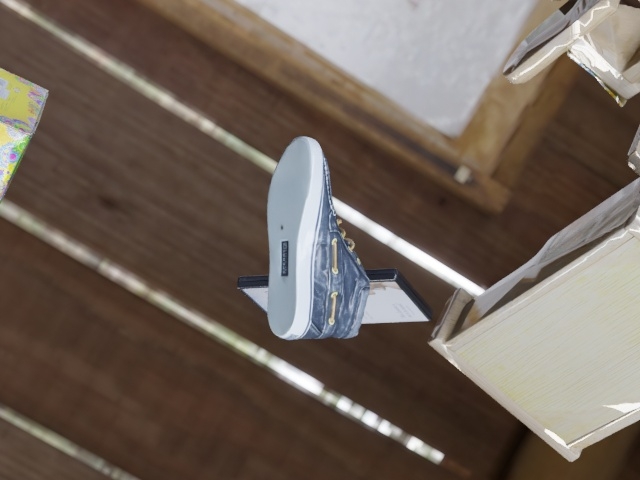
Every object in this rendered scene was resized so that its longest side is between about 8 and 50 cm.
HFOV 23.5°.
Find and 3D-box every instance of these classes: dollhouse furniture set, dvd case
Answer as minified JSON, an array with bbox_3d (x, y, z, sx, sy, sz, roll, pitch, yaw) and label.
[{"bbox_3d":[0.297,-0.035,1.369,0.256,0.362,0.394,-38,-164,47],"label":"dollhouse furniture set"},{"bbox_3d":[0.023,0.088,2.314,0.180,0.253,0.022,46,45,-59],"label":"dvd case"}]

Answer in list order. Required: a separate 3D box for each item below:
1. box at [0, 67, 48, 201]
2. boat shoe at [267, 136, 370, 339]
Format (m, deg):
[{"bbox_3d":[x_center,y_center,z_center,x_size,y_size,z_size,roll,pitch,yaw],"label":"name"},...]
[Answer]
[{"bbox_3d":[-0.572,-0.117,2.408,0.279,0.177,0.290,-62,-167,14],"label":"box"},{"bbox_3d":[0.000,0.000,1.402,0.065,0.083,0.183,2,-93,54],"label":"boat shoe"}]
